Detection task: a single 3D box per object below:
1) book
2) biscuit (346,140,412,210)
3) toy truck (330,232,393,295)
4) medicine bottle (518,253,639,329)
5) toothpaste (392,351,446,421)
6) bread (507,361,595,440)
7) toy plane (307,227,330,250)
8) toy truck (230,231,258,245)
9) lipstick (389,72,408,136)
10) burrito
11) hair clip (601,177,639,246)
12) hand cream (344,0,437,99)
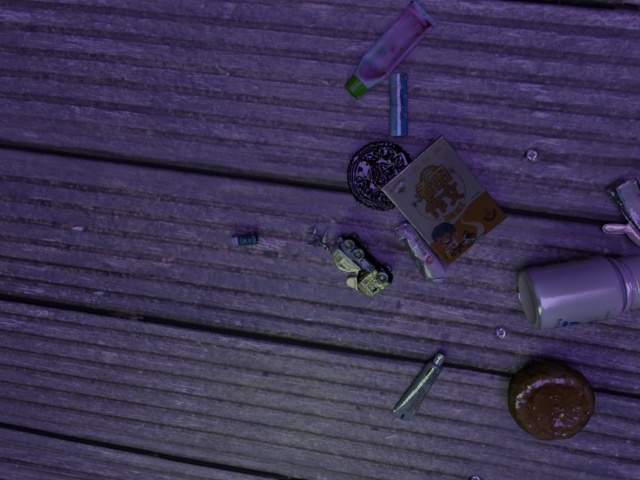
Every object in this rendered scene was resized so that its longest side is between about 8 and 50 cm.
[{"bbox_3d":[0.333,-0.101,1.211,0.208,0.020,0.295,-41,104,10],"label":"book"},{"bbox_3d":[0.165,-0.173,1.228,0.194,0.053,0.195,2,102,7],"label":"biscuit"},{"bbox_3d":[0.105,0.074,1.274,0.191,0.085,0.116,44,113,-1],"label":"toy truck"},{"bbox_3d":[0.684,0.127,1.173,0.292,0.170,0.170,-13,100,9],"label":"medicine bottle"},{"bbox_3d":[0.301,0.438,1.354,0.067,0.037,0.255,25,107,-5],"label":"toothpaste"},{"bbox_3d":[0.638,0.443,1.273,0.229,0.123,0.230,3,107,9],"label":"bread"},{"bbox_3d":[-0.001,0.000,1.300,0.078,0.024,0.084,-34,97,31],"label":"toy plane"},{"bbox_3d":[-0.221,-0.002,1.316,0.083,0.044,0.039,-6,99,8],"label":"toy truck"},{"bbox_3d":[0.205,-0.355,1.187,0.048,0.048,0.158,-1,102,7],"label":"lipstick"},{"bbox_3d":[0.277,0.037,1.259,0.064,0.064,0.203,-35,98,12],"label":"burrito"},{"bbox_3d":[0.819,-0.055,1.170,0.159,0.071,0.218,-36,90,18],"label":"hair clip"},{"bbox_3d":[0.172,-0.487,1.169,0.275,0.050,0.079,-46,119,8],"label":"hand cream"}]
